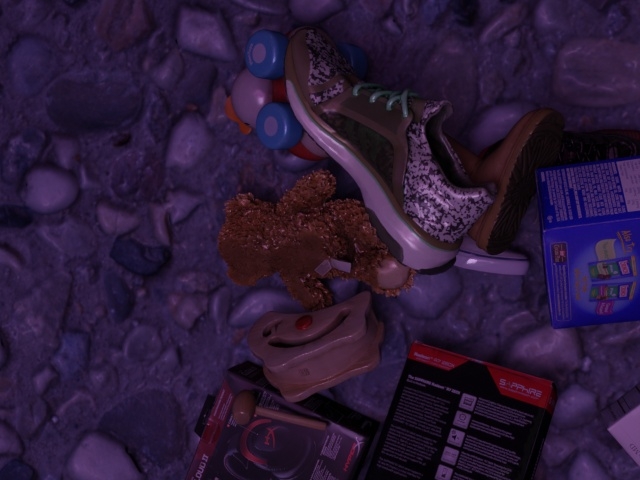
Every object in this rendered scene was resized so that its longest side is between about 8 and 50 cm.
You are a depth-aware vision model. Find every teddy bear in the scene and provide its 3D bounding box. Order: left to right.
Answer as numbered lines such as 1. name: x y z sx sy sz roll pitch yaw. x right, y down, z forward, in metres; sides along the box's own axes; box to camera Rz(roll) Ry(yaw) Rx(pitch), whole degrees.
1. teddy bear: 0.000 0.000 1.263 0.337 0.113 0.245 -16 115 32

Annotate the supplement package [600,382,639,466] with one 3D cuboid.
1. supplement package: 0.528 0.256 1.156 0.179 0.105 0.105 -42 82 11

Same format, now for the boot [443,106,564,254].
1. boot: 0.201 -0.137 1.152 0.269 0.089 0.236 43 120 39

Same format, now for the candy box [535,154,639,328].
1. candy box: 0.472 0.000 1.078 0.316 0.268 0.122 -6 54 15

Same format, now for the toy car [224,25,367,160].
1. toy car: -0.069 -0.222 1.281 0.237 0.219 0.211 -10 88 43

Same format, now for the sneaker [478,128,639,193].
1. sneaker: 0.373 -0.121 1.176 0.275 0.135 0.098 -4 88 13

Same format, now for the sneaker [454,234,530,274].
1. sneaker: 0.212 -0.012 1.237 0.258 0.094 0.091 17 99 14

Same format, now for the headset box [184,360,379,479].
1. headset box: -0.079 0.353 1.307 0.293 0.110 0.218 22 95 13

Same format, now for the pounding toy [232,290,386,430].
1. pounding toy: -0.017 0.197 1.240 0.269 0.154 0.155 -23 118 3

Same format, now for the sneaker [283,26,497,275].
1. sneaker: 0.109 -0.163 1.095 0.182 0.158 0.410 -43 77 37

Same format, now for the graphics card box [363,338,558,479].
1. graphics card box: 0.193 0.362 1.169 0.232 0.094 0.371 14 73 26
